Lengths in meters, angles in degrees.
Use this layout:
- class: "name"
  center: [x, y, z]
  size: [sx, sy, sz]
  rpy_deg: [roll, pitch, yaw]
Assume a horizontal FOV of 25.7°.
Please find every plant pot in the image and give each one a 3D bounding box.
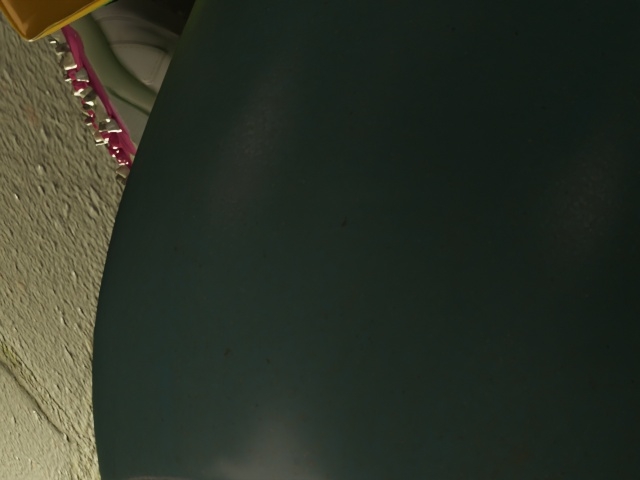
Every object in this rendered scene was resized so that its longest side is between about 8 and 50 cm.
- class: "plant pot"
  center: [0.051, 0.029, 0.517]
  size: [0.293, 0.235, 0.293]
  rpy_deg: [20, 154, 10]

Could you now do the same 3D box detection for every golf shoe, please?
- class: "golf shoe"
  center: [-0.045, -0.060, 0.772]
  size: [0.306, 0.140, 0.115]
  rpy_deg: [53, 168, 25]

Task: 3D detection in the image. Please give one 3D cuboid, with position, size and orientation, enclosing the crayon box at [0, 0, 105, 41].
- class: "crayon box"
  center: [-0.125, -0.196, 0.578]
  size: [0.203, 0.083, 0.323]
  rpy_deg: [59, -176, -12]

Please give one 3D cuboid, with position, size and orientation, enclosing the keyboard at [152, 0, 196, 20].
- class: "keyboard"
  center: [-0.048, -0.191, 0.760]
  size: [0.201, 0.033, 0.317]
  rpy_deg: [50, 147, 1]
